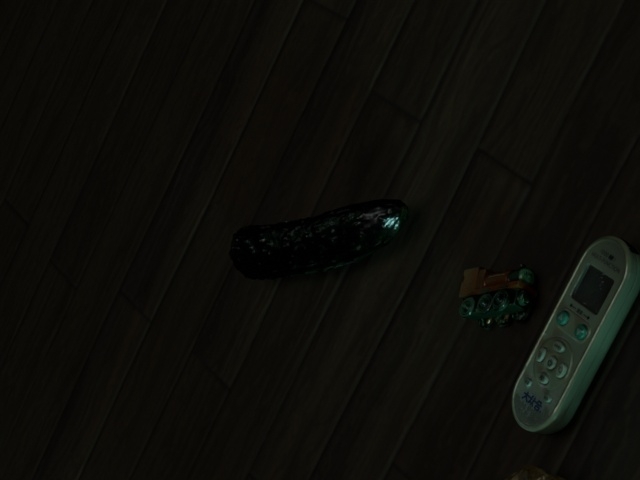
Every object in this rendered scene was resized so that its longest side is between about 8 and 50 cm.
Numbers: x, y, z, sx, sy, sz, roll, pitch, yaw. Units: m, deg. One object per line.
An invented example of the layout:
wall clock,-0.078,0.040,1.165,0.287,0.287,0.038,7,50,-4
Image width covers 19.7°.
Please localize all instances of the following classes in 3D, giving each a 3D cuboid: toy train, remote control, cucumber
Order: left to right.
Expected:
cucumber,0.000,0.000,2.275,0.303,0.072,0.081,-10,66,51
toy train,0.194,0.058,2.012,0.103,0.044,0.064,-14,53,51
remote control,0.266,0.099,1.891,0.221,0.042,0.078,-63,34,10

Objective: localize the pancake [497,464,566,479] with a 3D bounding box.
pancake,0.168,0.409,1.819,0.387,0.082,0.387,-46,29,35
